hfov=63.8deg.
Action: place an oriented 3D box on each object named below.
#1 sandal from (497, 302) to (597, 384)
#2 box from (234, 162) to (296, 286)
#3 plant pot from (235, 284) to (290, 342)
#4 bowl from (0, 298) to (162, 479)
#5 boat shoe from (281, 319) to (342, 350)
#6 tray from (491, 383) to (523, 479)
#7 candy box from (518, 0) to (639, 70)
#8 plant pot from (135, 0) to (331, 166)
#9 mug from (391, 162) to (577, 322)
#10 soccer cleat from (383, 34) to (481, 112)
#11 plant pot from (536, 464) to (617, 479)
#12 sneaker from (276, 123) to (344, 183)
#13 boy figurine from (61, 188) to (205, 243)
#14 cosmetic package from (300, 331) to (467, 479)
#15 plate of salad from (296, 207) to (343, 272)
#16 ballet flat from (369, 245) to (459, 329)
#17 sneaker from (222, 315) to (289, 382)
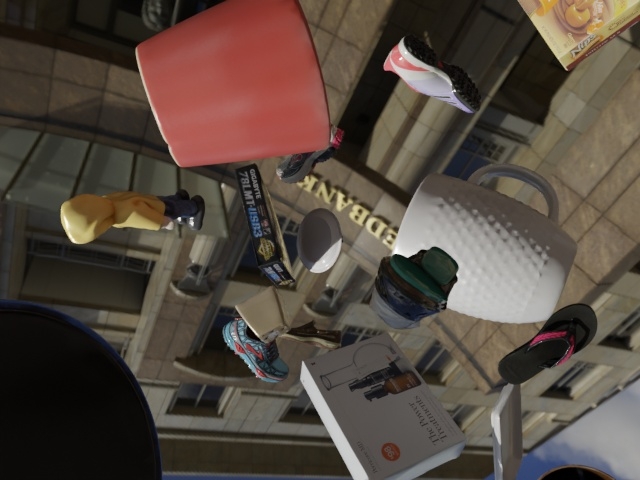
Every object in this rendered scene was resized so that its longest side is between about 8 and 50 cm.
[{"bbox_3d":[0.353,0.169,0.794,0.067,0.179,0.040,45,-158,6],"label":"sandal"},{"bbox_3d":[-0.157,-0.032,1.500,0.073,0.293,0.296,-17,-107,1],"label":"box"},{"bbox_3d":[-0.132,0.193,1.290,0.109,0.109,0.096,-30,-116,-3],"label":"plant pot"},{"bbox_3d":[-0.305,0.239,0.491,0.391,0.077,0.391,51,-154,-38],"label":"bowl"},{"bbox_3d":[-0.042,0.351,1.971,0.257,0.095,0.095,15,-102,-10],"label":"boat shoe"},{"bbox_3d":[0.408,0.434,1.127,0.030,0.270,0.145,7,-149,35],"label":"tray"},{"bbox_3d":[0.552,-0.570,1.159,0.087,0.183,0.316,10,-127,-51],"label":"candy box"},{"bbox_3d":[-0.139,-0.244,0.819,0.243,0.275,0.275,-18,-133,-5],"label":"plant pot"},{"bbox_3d":[0.377,-0.009,1.125,0.328,0.276,0.374,22,-110,22],"label":"mug"},{"bbox_3d":[0.332,-0.464,1.497,0.318,0.116,0.109,29,-124,-21],"label":"soccer cleat"},{"bbox_3d":[0.550,0.585,1.102,0.215,0.215,0.230,47,-178,25],"label":"plant pot"},{"bbox_3d":[-0.051,-0.278,1.559,0.112,0.299,0.121,30,-126,-22],"label":"sneaker"},{"bbox_3d":[-0.367,-0.052,1.031,0.177,0.092,0.285,20,-160,32],"label":"boy figurine"},{"bbox_3d":[0.152,0.441,1.360,0.284,0.097,0.377,-15,-137,-23],"label":"cosmetic package"},{"bbox_3d":[0.000,0.000,1.582,0.048,0.200,0.200,7,-142,-44],"label":"plate of salad"},{"bbox_3d":[0.127,0.071,0.699,0.095,0.096,0.280,45,-161,18],"label":"ballet flat"},{"bbox_3d":[-0.182,0.340,1.609,0.262,0.125,0.104,45,-153,-15],"label":"sneaker"}]
